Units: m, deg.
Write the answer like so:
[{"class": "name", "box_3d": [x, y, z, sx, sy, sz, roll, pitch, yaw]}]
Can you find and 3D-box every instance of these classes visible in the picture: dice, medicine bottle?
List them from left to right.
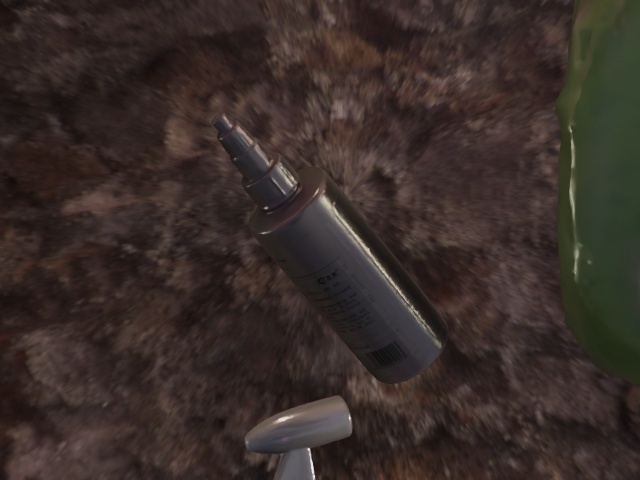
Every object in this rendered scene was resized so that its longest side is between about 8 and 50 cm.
[{"class": "medicine bottle", "box_3d": [0.000, 0.000, 0.807, 0.057, 0.057, 0.199, -39, -65, 2]}, {"class": "dice", "box_3d": [0.345, -0.065, 0.966, 0.330, 0.322, 0.318, 3, -81, 19]}]

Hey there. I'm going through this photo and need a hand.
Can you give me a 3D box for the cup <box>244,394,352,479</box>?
[{"class": "cup", "box_3d": [0.040, 0.259, 0.991, 0.173, 0.167, 0.300, -12, -101, -14]}]
